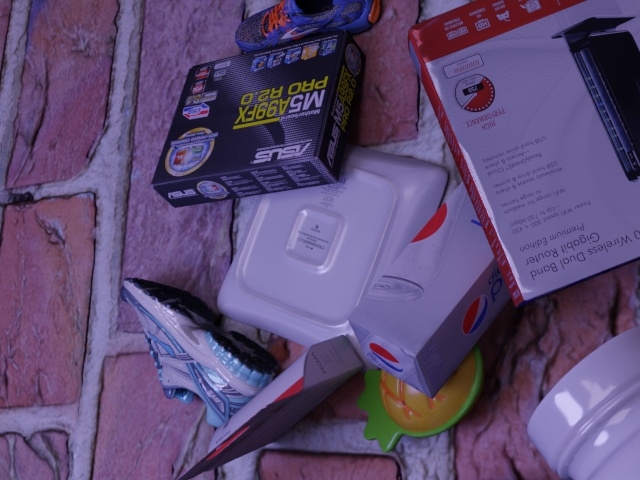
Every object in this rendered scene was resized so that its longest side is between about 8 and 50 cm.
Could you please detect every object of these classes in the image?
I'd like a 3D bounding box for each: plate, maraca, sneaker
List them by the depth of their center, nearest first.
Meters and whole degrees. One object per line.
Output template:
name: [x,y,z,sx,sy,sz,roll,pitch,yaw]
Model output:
maraca: [0.112,0.168,1.158,0.185,0.099,0.127,-37,46,32]
plate: [0.000,0.000,1.311,0.277,0.045,0.278,18,86,36]
sneaker: [-0.191,0.148,1.353,0.283,0.110,0.122,34,100,36]
sneaker: [-0.030,-0.317,1.396,0.221,0.087,0.083,-15,68,28]

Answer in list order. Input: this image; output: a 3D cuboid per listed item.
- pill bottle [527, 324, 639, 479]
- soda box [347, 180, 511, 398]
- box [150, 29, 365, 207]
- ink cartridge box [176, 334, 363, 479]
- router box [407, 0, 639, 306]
pill bottle: [0.373,0.277,0.878,0.229,0.229,0.408,-45,58,14]
soda box: [0.159,0.025,1.106,0.098,0.091,0.286,28,67,35]
box: [-0.084,-0.162,1.366,0.270,0.060,0.216,-6,55,31]
ink cartridge box: [-0.071,0.196,1.173,0.181,0.224,0.056,-43,72,26]
router box: [0.298,-0.133,1.019,0.335,0.082,0.301,-22,80,1]
